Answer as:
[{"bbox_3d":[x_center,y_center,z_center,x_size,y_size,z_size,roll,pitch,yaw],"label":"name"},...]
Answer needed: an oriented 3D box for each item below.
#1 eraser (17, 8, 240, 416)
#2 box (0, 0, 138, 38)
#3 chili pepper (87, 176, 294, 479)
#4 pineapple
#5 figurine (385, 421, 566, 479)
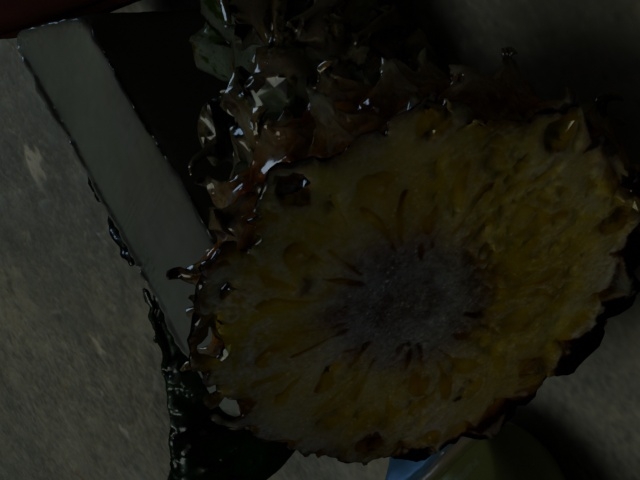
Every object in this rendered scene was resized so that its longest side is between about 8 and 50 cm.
[{"bbox_3d":[-0.062,-0.023,1.090,0.352,0.111,0.077,58,133,25],"label":"eraser"},{"bbox_3d":[-0.203,-0.263,1.146,0.404,0.108,0.263,-5,112,57],"label":"box"},{"bbox_3d":[-0.073,0.043,1.202,0.116,0.148,0.265,-8,105,50],"label":"chili pepper"},{"bbox_3d":[0.013,-0.058,0.959,0.272,0.262,0.263,-118,21,-43],"label":"pineapple"},{"bbox_3d":[0.135,0.217,1.069,0.262,0.153,0.180,53,162,44],"label":"figurine"}]
